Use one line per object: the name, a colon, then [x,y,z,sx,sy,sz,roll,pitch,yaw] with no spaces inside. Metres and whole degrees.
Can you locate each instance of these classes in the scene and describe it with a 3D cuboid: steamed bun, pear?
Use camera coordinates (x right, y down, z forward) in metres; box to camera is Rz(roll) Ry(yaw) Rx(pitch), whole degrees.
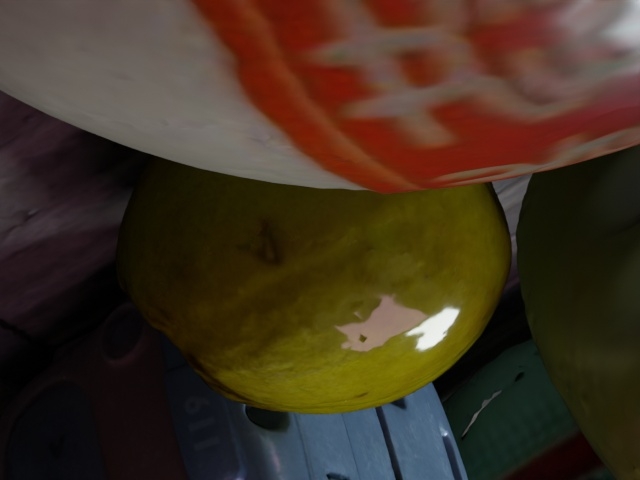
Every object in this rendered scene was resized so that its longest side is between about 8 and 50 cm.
steamed bun: [0.048,-0.152,0.449,0.374,0.241,0.374,-24,155,-12]
pear: [0.000,0.000,0.810,0.162,0.149,0.149,-28,156,3]

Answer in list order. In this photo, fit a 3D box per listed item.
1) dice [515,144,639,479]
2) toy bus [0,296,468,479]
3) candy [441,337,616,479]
dice: [0.240,0.018,0.882,0.233,0.238,0.227,39,116,-24]
toy bus: [-0.046,0.136,0.998,0.231,0.197,0.294,-23,159,18]
candy: [0.149,0.173,1.162,0.398,0.263,0.172,-42,161,31]
